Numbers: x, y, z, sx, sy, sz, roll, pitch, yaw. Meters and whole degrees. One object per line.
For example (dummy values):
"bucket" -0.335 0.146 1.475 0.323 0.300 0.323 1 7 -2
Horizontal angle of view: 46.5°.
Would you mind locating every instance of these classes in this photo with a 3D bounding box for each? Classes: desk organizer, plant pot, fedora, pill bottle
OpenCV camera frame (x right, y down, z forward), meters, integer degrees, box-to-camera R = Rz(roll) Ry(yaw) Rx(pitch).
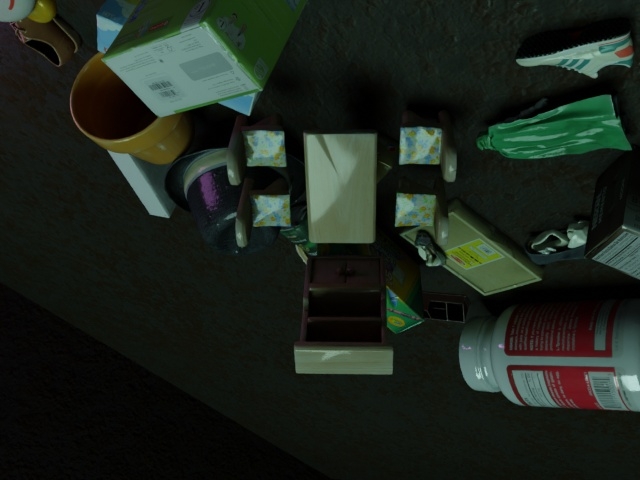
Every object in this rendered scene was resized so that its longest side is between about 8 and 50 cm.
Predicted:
"desk organizer" 0.287 0.160 1.794 0.130 0.050 0.047 3 146 29
"plant pot" -0.328 -0.237 1.397 0.205 0.205 0.188 11 164 17
"fedora" -0.169 -0.063 1.520 0.334 0.152 0.334 -3 157 -1
"pill bottle" 0.519 0.245 1.606 0.407 0.229 0.229 -7 141 40

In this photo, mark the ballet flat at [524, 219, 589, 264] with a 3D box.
"ballet flat" 0.467 0.001 1.396 0.074 0.074 0.203 36 150 -25

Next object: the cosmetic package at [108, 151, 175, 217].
"cosmetic package" -0.379 -0.160 1.636 0.060 0.099 0.239 9 148 20

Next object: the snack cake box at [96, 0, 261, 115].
"snack cake box" -0.201 -0.328 1.186 0.264 0.152 0.089 22 150 -3

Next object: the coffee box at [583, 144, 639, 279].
"coffee box" 0.596 -0.009 1.195 0.297 0.168 0.119 22 151 0

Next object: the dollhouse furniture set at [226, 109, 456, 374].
"dollhouse furniture set" 0.038 0.003 1.280 0.362 0.256 0.394 0 128 3

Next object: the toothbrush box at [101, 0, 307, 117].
"toothbrush box" -0.136 -0.324 1.016 0.206 0.283 0.122 -6 143 38

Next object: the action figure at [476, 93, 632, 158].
"action figure" 0.355 -0.175 1.177 0.232 0.063 0.137 -6 143 33

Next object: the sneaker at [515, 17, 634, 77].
"sneaker" 0.357 -0.255 1.047 0.161 0.057 0.075 -5 136 34

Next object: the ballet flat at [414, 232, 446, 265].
"ballet flat" 0.226 0.030 1.551 0.041 0.041 0.114 -4 143 37

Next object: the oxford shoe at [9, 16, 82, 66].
"oxford shoe" -0.537 -0.404 1.353 0.076 0.076 0.212 -12 135 47

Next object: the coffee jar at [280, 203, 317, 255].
"coffee jar" 0.000 0.000 1.673 0.184 0.079 0.096 40 154 -27

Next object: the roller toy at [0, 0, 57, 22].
"roller toy" -0.522 -0.453 1.187 0.191 0.146 0.209 15 151 12

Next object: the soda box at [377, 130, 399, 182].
"soda box" 0.083 -0.132 1.423 0.058 0.061 0.181 27 150 -9

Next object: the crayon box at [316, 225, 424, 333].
"crayon box" 0.109 0.056 1.602 0.081 0.165 0.278 -30 126 28

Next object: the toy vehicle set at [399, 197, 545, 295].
"toy vehicle set" 0.316 0.020 1.556 0.267 0.035 0.166 34 148 -22

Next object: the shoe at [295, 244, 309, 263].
"shoe" -0.004 0.059 1.784 0.058 0.076 0.219 -8 142 33
